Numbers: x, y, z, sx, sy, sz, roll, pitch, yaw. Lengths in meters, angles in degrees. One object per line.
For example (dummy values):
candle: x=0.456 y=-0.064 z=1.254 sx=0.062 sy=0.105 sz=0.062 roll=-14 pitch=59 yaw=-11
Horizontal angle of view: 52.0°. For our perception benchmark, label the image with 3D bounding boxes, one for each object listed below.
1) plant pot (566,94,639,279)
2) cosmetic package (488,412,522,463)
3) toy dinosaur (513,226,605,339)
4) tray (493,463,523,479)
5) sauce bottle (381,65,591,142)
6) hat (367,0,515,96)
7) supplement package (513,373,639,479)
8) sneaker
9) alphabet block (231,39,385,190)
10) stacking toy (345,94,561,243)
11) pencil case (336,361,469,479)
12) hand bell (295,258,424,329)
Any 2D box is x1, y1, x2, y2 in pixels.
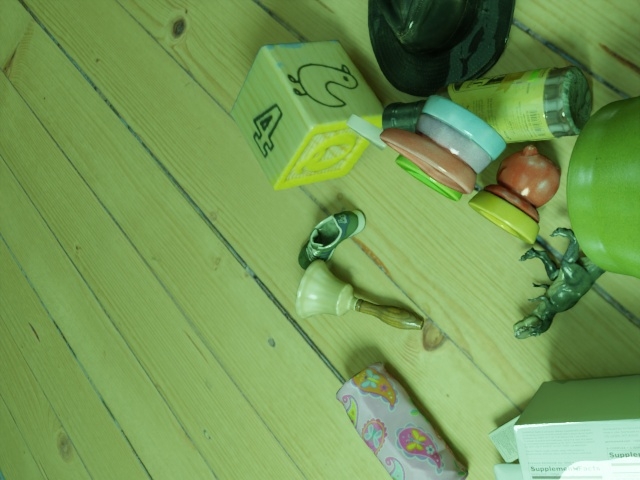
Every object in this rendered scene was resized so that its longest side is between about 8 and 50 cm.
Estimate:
plant pot: x=0.499 y=-0.065 z=0.754 sx=0.353 sy=0.367 sz=0.366 roll=7 pitch=99 yaw=59
cosmetic package: x=0.347 y=0.320 z=1.102 sx=0.115 sy=0.041 sz=0.060 roll=-43 pitch=68 yaw=33
toy dinosaur: x=0.389 y=0.043 z=1.033 sx=0.118 sy=0.064 sz=0.268 roll=48 pitch=120 yaw=9
tray: x=0.414 y=0.429 z=1.037 sx=0.270 sy=0.030 sz=0.145 roll=-11 pitch=89 yaw=31
sauce bottle: x=0.257 y=-0.212 z=1.084 sx=0.344 sy=0.111 sz=0.111 roll=2 pitch=95 yaw=40
hat: x=0.174 y=-0.418 z=1.124 sx=0.331 sy=0.134 sz=0.331 roll=4 pitch=96 yaw=38
supplement package: x=0.397 y=0.281 z=0.892 sx=0.204 sy=0.262 sz=0.145 roll=-11 pitch=86 yaw=27
sneaker: x=0.000 y=0.000 z=1.331 sx=0.192 sy=0.086 sz=0.064 roll=-40 pitch=69 yaw=35
alphabet block: x=-0.026 y=-0.238 z=1.244 sx=0.197 sy=0.192 sz=0.193 roll=59 pitch=143 yaw=19
stacking toy: x=0.218 y=-0.146 z=1.039 sx=0.130 sy=0.309 sz=0.279 roll=-56 pitch=41 yaw=4
pencil case: x=0.151 y=0.365 z=1.221 sx=0.284 sy=0.124 sz=0.124 roll=49 pitch=122 yaw=24
hand bell: x=0.086 y=0.130 z=1.282 sx=0.242 sy=0.126 sz=0.126 roll=17 pitch=105 yaw=24
